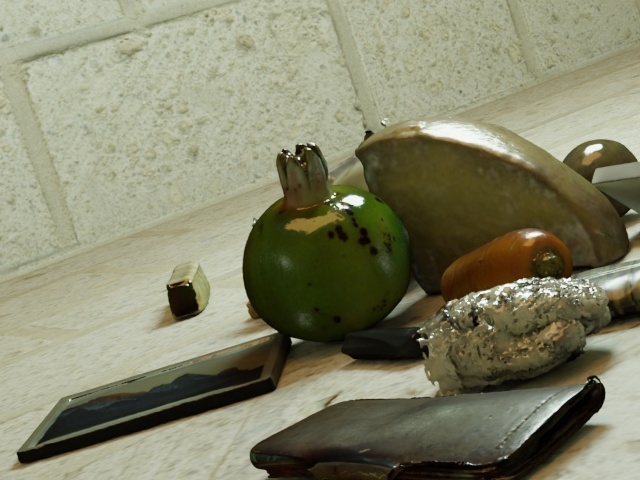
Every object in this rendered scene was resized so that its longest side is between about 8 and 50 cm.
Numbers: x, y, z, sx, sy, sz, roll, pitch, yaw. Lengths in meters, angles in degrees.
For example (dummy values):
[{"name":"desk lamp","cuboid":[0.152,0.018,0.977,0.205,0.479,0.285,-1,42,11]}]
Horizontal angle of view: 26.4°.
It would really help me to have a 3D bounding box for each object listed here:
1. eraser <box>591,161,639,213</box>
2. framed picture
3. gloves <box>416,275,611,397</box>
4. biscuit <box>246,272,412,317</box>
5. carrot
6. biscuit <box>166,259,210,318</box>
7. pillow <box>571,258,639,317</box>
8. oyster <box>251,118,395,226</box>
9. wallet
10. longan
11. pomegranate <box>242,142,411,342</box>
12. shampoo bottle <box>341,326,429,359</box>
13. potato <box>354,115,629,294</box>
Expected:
[{"name":"eraser","cuboid":[0.371,-0.055,1.425,0.104,0.023,0.150,27,-19,-30]},{"name":"framed picture","cuboid":[-0.163,0.158,1.393,0.266,0.018,0.192,-17,9,5]},{"name":"gloves","cuboid":[0.155,0.071,1.085,0.153,0.070,0.114,-15,8,8]},{"name":"biscuit","cuboid":[0.019,0.042,1.708,0.239,0.041,0.212,-18,10,-10]},{"name":"carrot","cuboid":[0.164,0.031,1.229,0.067,0.067,0.225,-20,-4,-15]},{"name":"biscuit","cuboid":[-0.188,0.067,1.929,0.052,0.056,0.188,-18,7,0]},{"name":"pillow","cuboid":[0.285,0.033,1.174,0.203,0.038,0.113,-16,10,19]},{"name":"oyster","cuboid":[0.042,-0.024,1.635,0.271,0.100,0.275,-13,42,2]},{"name":"wallet","cuboid":[0.064,0.139,0.969,0.255,0.031,0.137,-10,11,47]},{"name":"longan","cuboid":[0.316,-0.061,1.576,0.119,0.106,0.106,-49,7,4]},{"name":"pomegranate","cuboid":[0.000,0.000,1.411,0.180,0.209,0.180,-14,25,7]},{"name":"shampoo bottle","cuboid":[0.074,0.094,1.260,0.048,0.027,0.137,-24,10,-38]},{"name":"potato","cuboid":[0.210,-0.067,1.486,0.264,0.189,0.211,-11,10,41]}]
